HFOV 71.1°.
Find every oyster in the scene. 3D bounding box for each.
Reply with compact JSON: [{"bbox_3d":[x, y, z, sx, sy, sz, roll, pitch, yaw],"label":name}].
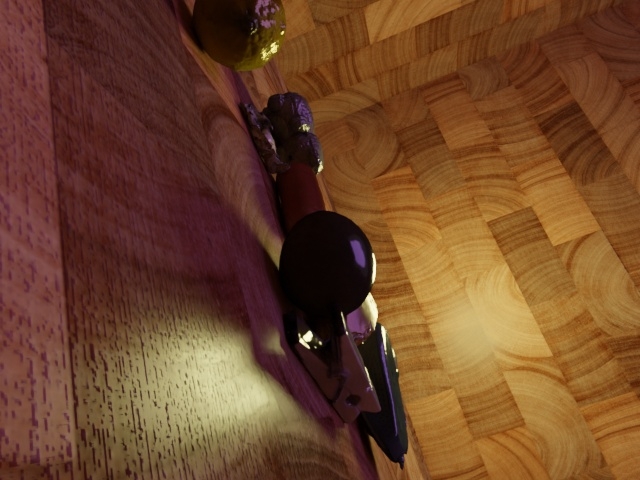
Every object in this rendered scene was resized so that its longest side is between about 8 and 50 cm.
[{"bbox_3d":[-0.156,-0.266,1.139,0.106,0.061,0.199,2,63,-64],"label":"oyster"}]

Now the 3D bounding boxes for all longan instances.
[{"bbox_3d":[0.011,0.052,0.849,0.198,0.198,0.212,-104,-157,-45],"label":"longan"}]

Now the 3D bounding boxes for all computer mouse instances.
[{"bbox_3d":[0.148,0.400,1.173,0.188,0.122,0.370,55,22,-52],"label":"computer mouse"}]

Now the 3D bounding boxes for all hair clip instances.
[{"bbox_3d":[0.037,0.241,0.855,0.085,0.101,0.330,-111,177,-46],"label":"hair clip"}]

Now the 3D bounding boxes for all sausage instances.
[{"bbox_3d":[-0.047,-0.094,1.140,0.113,0.114,0.259,63,8,-45],"label":"sausage"}]

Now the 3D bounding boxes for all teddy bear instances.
[{"bbox_3d":[-0.083,-0.309,1.355,0.236,0.151,0.266,155,-74,-69],"label":"teddy bear"}]

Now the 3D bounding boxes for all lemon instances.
[{"bbox_3d":[-0.167,-0.455,0.935,0.231,0.192,0.192,-114,180,-58],"label":"lemon"}]

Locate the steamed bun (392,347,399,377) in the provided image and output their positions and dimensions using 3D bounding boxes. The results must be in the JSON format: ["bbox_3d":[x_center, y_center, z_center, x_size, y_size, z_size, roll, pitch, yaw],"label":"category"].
[{"bbox_3d":[0.175,0.383,1.403,0.228,0.131,0.177,13,59,-85],"label":"steamed bun"}]

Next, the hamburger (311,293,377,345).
[{"bbox_3d":[0.049,0.150,1.027,0.283,0.144,0.156,-58,129,-81],"label":"hamburger"}]
